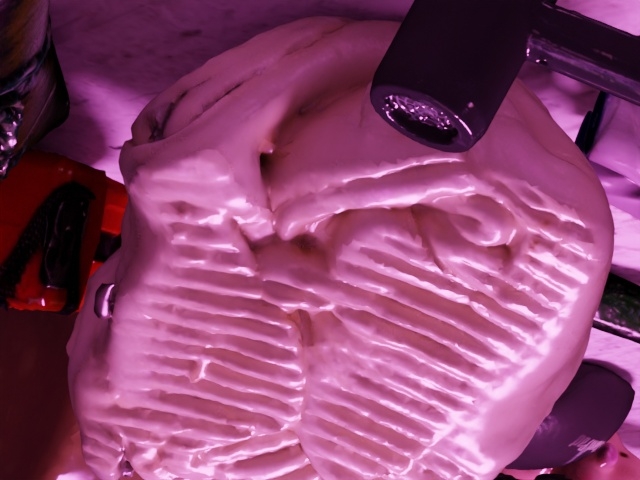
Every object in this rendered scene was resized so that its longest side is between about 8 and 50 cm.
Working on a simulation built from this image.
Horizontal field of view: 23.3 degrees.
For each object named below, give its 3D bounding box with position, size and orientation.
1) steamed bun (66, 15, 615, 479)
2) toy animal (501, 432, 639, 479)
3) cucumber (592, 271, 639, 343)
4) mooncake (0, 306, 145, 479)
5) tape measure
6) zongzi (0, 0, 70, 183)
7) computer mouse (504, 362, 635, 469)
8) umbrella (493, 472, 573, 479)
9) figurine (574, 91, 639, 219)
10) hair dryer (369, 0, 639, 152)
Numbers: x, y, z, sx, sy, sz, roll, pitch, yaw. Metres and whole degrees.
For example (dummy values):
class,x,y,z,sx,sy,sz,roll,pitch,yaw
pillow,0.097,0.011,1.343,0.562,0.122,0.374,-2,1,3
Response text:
class,x,y,z,sx,sy,sz,roll,pitch,yaw
steamed bun,0.000,0.000,1.036,0.394,0.237,0.347,-24,120,20
toy animal,0.247,0.271,1.730,0.248,0.165,0.149,15,143,20
cucumber,0.197,0.040,1.295,0.284,0.056,0.056,20,156,-16
mooncake,-0.251,0.149,1.425,0.284,0.285,0.155,-9,155,37
tape measure,-0.253,-0.013,1.160,0.253,0.114,0.260,12,177,13
zongzi,-0.354,-0.142,0.897,0.383,0.362,0.319,-27,169,-18
computer mouse,0.183,0.181,1.599,0.269,0.100,0.170,6,157,6
umbrella,0.187,0.265,1.627,0.235,0.059,0.066,5,159,18
figurine,0.301,-0.023,1.005,0.274,0.133,0.194,29,150,-19
hair dryer,0.158,-0.075,0.798,0.255,0.128,0.070,26,163,17
